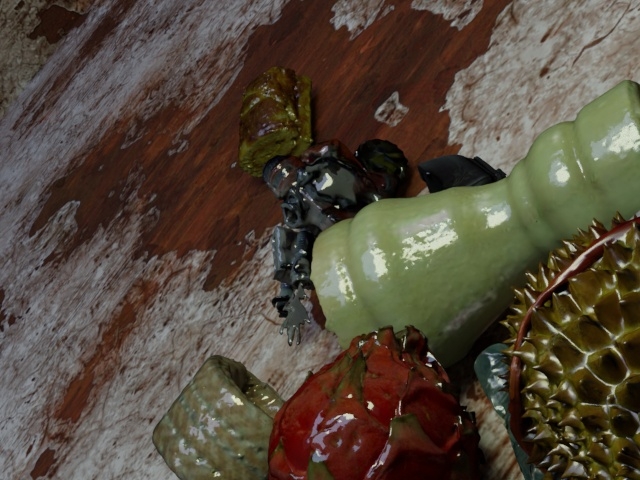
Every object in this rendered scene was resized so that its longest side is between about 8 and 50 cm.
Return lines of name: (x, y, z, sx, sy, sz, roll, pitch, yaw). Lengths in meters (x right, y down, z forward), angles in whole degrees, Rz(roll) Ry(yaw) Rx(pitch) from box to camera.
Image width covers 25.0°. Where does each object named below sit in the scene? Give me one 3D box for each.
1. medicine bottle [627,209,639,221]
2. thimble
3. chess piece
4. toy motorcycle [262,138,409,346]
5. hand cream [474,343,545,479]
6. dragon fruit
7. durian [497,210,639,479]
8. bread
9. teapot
medicine bottle: (0.361, 0.045, 1.543, 0.293, 0.141, 0.141, -43, 31, 10)
thimble: (-0.113, 0.257, 1.874, 0.148, 0.196, 0.229, -50, 31, 1)
chess piece: (0.225, -0.008, 1.728, 0.442, 0.234, 0.234, -29, 36, 23)
toy motorcycle: (0.000, 0.000, 2.016, 0.134, 0.207, 0.401, 122, 164, -56)
hand cream: (0.229, 0.197, 1.634, 0.075, 0.052, 0.248, -43, 31, 13)
dragon fruit: (0.061, 0.238, 1.618, 0.244, 0.244, 0.299, -14, 54, 46)
durian: (0.333, 0.140, 1.324, 0.347, 0.347, 0.384, -45, 62, 8)
bread: (-0.079, -0.202, 2.436, 0.132, 0.103, 0.172, -38, 35, 33)
teapot: (0.206, -0.068, 1.942, 0.096, 0.087, 0.177, -27, 30, -8)
